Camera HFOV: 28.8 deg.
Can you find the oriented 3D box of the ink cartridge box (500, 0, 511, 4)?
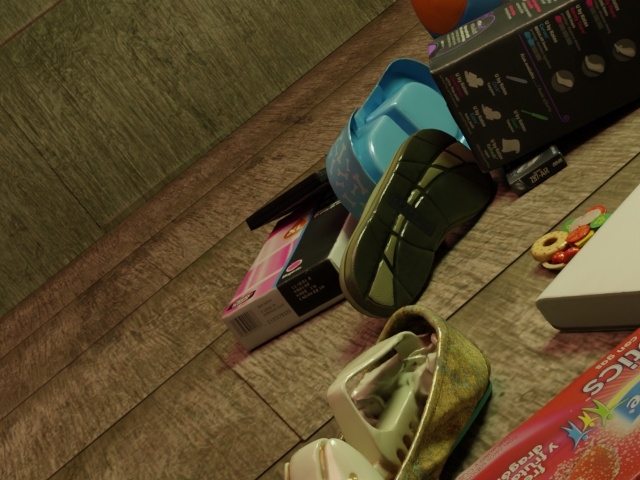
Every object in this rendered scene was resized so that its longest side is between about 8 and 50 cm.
[{"bbox_3d":[0.321,-0.326,1.613,0.154,0.212,0.093,-35,18,5],"label":"ink cartridge box"}]

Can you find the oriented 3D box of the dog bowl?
[{"bbox_3d":[0.104,-0.120,1.608,0.074,0.166,0.297,-41,10,38],"label":"dog bowl"}]

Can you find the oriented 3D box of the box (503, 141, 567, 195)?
[{"bbox_3d":[0.245,-0.087,1.431,0.067,0.018,0.083,-33,15,13],"label":"box"}]

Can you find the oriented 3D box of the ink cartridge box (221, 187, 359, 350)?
[{"bbox_3d":[0.000,0.000,1.672,0.176,0.069,0.371,-30,13,26],"label":"ink cartridge box"}]

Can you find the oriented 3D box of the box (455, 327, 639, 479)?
[{"bbox_3d":[0.218,0.112,0.655,0.257,0.128,0.122,-38,14,-4],"label":"box"}]

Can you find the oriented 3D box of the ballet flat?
[{"bbox_3d":[0.035,0.169,0.942,0.123,0.123,0.348,-26,18,37],"label":"ballet flat"}]

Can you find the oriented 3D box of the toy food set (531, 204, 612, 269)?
[{"bbox_3d":[0.242,-0.003,1.173,0.082,0.020,0.083,-38,14,-3],"label":"toy food set"}]

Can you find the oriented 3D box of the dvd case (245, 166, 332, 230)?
[{"bbox_3d":[0.031,-0.094,1.781,0.253,0.022,0.180,-27,-3,-42],"label":"dvd case"}]

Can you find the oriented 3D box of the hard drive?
[{"bbox_3d":[0.336,-0.042,1.030,0.307,0.040,0.203,-44,16,-25],"label":"hard drive"}]

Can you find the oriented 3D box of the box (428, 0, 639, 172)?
[{"bbox_3d":[0.276,-0.216,1.459,0.270,0.143,0.165,-26,17,13],"label":"box"}]

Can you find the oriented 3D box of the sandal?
[{"bbox_3d":[0.095,-0.024,1.417,0.303,0.120,0.086,-50,5,-39],"label":"sandal"}]

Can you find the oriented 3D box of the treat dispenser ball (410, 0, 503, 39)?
[{"bbox_3d":[0.267,-0.397,1.808,0.288,0.288,0.288,-35,14,10],"label":"treat dispenser ball"}]
